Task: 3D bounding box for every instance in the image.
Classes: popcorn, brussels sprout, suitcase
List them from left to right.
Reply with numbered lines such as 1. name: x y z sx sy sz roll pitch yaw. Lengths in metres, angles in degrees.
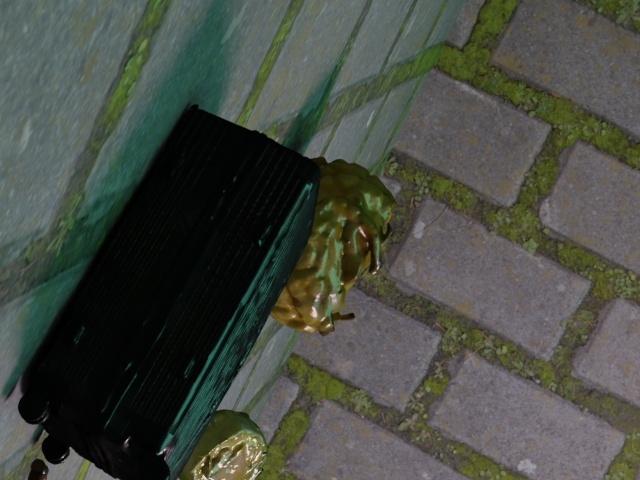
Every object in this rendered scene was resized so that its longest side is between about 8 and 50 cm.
1. suitcase: -0.129 0.071 1.397 0.335 0.152 0.229 -61 175 -18
2. brussels sprout: -0.174 0.348 2.513 0.151 0.122 0.149 -1 117 -43
3. popcorn: 0.000 0.000 2.082 0.250 0.190 0.250 21 90 -82

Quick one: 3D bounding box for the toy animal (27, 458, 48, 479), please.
1. toy animal: -0.315 0.299 1.244 0.230 0.066 0.224 -60 177 39
